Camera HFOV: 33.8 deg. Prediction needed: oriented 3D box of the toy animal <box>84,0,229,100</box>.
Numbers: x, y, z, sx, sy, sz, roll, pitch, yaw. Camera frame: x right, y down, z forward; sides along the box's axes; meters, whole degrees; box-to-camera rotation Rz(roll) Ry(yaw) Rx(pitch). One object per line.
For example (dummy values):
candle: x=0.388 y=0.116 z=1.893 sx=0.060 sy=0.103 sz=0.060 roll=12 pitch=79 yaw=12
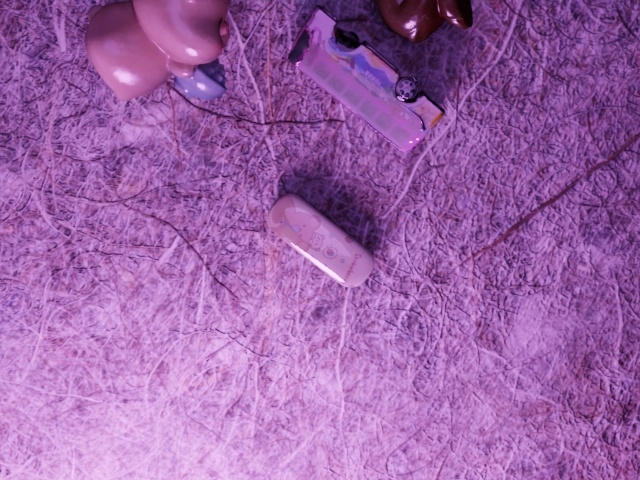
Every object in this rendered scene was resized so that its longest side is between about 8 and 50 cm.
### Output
toy animal: x=-0.256 y=-0.339 z=1.667 sx=0.221 sy=0.210 sz=0.229 roll=2 pitch=115 yaw=-1

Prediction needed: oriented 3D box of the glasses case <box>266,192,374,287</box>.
glasses case: x=0.000 y=0.000 z=1.786 sx=0.204 sy=0.051 sz=0.081 roll=36 pitch=93 yaw=-6

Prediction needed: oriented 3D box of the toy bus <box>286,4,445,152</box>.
toy bus: x=0.074 y=-0.267 z=1.738 sx=0.274 sy=0.090 sz=0.112 roll=39 pitch=103 yaw=-5

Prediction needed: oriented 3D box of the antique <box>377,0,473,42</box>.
antique: x=0.148 y=-0.452 z=1.704 sx=0.143 sy=0.121 sz=0.257 roll=-11 pitch=101 yaw=27
